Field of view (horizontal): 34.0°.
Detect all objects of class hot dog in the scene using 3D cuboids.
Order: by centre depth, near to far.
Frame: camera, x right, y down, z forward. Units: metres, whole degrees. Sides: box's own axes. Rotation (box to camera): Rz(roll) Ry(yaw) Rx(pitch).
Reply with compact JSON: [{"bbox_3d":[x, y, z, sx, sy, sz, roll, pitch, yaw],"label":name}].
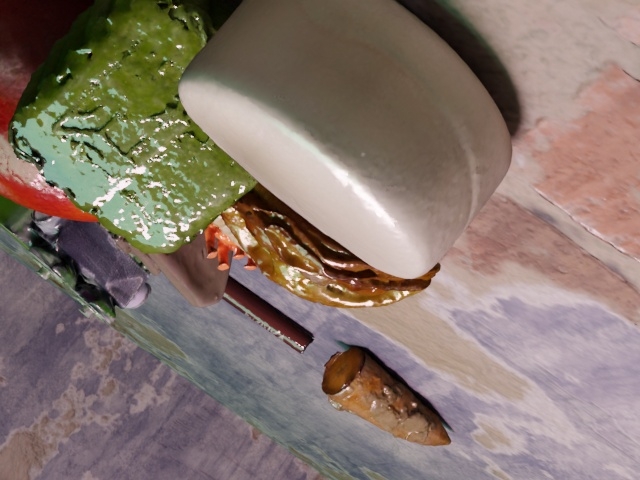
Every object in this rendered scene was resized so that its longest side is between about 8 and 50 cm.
[{"bbox_3d":[-0.003,0.001,1.129,0.259,0.114,0.175,31,162,13],"label":"hot dog"}]

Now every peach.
[{"bbox_3d":[-0.282,-0.128,1.090,0.362,0.201,0.257,45,162,8],"label":"peach"}]

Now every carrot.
[{"bbox_3d":[0.120,0.268,1.688,0.263,0.102,0.102,37,164,-27],"label":"carrot"}]

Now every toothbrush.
[{"bbox_3d":[-0.167,0.075,1.766,0.364,0.041,0.041,35,163,1],"label":"toothbrush"}]

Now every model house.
[{"bbox_3d":[-0.232,-0.013,1.510,0.188,0.122,0.229,27,164,31],"label":"model house"}]

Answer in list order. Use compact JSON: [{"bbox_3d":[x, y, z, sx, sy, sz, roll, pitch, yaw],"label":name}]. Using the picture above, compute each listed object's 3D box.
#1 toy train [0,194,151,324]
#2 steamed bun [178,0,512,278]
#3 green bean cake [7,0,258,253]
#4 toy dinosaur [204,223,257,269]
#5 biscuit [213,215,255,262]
[{"bbox_3d":[-0.440,0.007,1.883,0.249,0.173,0.307,29,164,39],"label":"toy train"},{"bbox_3d":[0.026,-0.088,0.775,0.242,0.146,0.164,39,165,-8],"label":"steamed bun"},{"bbox_3d":[-0.142,-0.116,0.911,0.200,0.214,0.113,43,-158,-22],"label":"green bean cake"},{"bbox_3d":[-0.133,-0.017,1.403,0.055,0.101,0.279,-21,145,16],"label":"toy dinosaur"},{"bbox_3d":[-0.113,-0.037,1.334,0.061,0.055,0.219,-4,139,48],"label":"biscuit"}]
